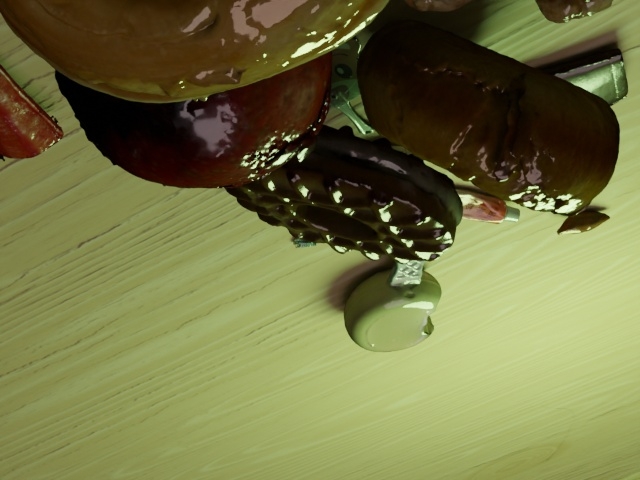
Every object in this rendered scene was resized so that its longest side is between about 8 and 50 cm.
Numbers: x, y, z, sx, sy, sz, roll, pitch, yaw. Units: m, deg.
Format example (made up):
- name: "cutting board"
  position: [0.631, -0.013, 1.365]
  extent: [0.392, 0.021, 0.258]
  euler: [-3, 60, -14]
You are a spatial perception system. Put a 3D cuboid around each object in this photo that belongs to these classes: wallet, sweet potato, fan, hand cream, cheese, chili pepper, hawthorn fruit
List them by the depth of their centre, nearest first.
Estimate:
- name: "hawthorn fruit"
  position: [-0.135, -0.194, 1.599]
  extent: [0.316, 0.316, 0.316]
  euler: [-10, 150, -6]
- name: "chili pepper"
  position: [-0.381, -0.169, 1.768]
  extent: [0.088, 0.065, 0.169]
  euler: [-16, 147, 5]
- name: "fan"
  position: [0.016, -0.191, 1.932]
  extent: [0.152, 0.008, 0.226]
  euler: [-23, 148, 16]
- name: "wallet"
  position: [0.297, -0.189, 2.024]
  extent: [0.255, 0.031, 0.137]
  euler: [-16, 151, 8]
- name: "hand cream"
  position: [0.212, -0.058, 2.219]
  extent: [0.216, 0.038, 0.052]
  euler: [9, 116, -27]
- name: "sweet potato"
  position: [0.420, -0.030, 2.344]
  extent: [0.095, 0.034, 0.034]
  euler: [-17, 152, -16]
- name: "cheese"
  position: [0.130, 0.087, 2.382]
  extent: [0.163, 0.082, 0.286]
  euler: [-5, 148, -16]

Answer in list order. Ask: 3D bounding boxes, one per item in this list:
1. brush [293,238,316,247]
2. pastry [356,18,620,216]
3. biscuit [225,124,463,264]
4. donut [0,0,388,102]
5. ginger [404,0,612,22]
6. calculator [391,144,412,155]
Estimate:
- name: "brush"
  position: [0.000, 0.000, 2.251]
  extent: [0.083, 0.013, 0.016]
  euler: [-8, 148, -12]
- name: "pastry"
  position: [0.198, -0.148, 1.771]
  extent: [0.356, 0.356, 0.164]
  euler: [14, 104, -38]
- name: "biscuit"
  position: [0.031, -0.062, 1.938]
  extent: [0.332, 0.103, 0.332]
  euler: [15, 166, 4]
- name: "donut"
  position: [-0.133, -0.323, 1.315]
  extent: [0.449, 0.198, 0.449]
  euler: [4, 116, 8]
- name: "ginger"
  position: [0.216, -0.321, 1.599]
  extent: [0.275, 0.221, 0.130]
  euler: [-22, 159, 0]
- name: "calculator"
  position: [0.070, -0.081, 2.117]
  extent: [0.175, 0.032, 0.100]
  euler: [-31, 145, 29]
